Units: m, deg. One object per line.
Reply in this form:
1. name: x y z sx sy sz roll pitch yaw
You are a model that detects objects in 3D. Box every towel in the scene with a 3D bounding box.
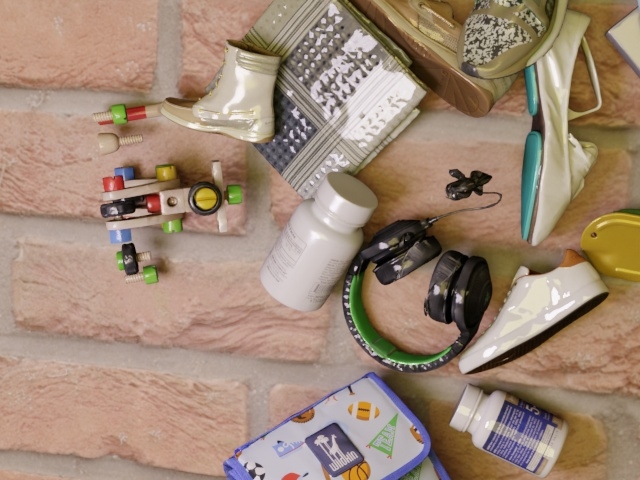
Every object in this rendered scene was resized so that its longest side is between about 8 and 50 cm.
1. towel: -0.007 -0.260 1.851 0.312 0.056 0.324 47 121 4

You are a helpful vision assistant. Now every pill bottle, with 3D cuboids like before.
1. pill bottle: 0.325 0.325 1.865 0.186 0.112 0.112 25 103 7
2. pill bottle: 0.000 0.000 1.853 0.131 0.131 0.229 35 117 5

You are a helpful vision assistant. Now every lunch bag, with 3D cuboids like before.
1. lunch bag: 0.054 0.462 1.829 0.328 0.239 0.385 -27 87 -24

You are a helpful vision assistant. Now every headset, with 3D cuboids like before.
1. headset: 0.175 0.053 1.803 0.243 0.185 0.394 36 115 16

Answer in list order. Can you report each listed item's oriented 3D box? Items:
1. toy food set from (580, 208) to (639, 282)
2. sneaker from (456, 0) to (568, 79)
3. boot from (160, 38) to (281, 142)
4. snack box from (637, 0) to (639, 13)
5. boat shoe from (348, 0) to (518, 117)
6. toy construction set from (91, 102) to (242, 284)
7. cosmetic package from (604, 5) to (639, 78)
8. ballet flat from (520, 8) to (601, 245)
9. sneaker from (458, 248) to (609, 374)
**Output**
1. toy food set: 0.549 0.002 1.795 0.218 0.071 0.128 13 125 12
2. sneaker: 0.320 -0.442 1.657 0.158 0.182 0.410 28 82 37
3. boot: -0.172 -0.268 1.852 0.213 0.077 0.165 15 114 16
4. snack box: 0.643 -0.367 1.632 0.322 0.060 0.187 -8 84 -11
5. boat shoe: 0.175 -0.346 1.803 0.341 0.121 0.110 41 70 9
6. toy construction set: -0.265 -0.111 1.903 0.237 0.257 0.309 -10 74 -4
7. cosmetic package: 0.565 -0.273 1.712 0.107 0.127 0.238 -41 87 14
8. ballet flat: 0.398 -0.189 1.767 0.139 0.139 0.400 0 96 12
9. sneaker: 0.347 0.121 1.849 0.290 0.106 0.123 -36 67 16
